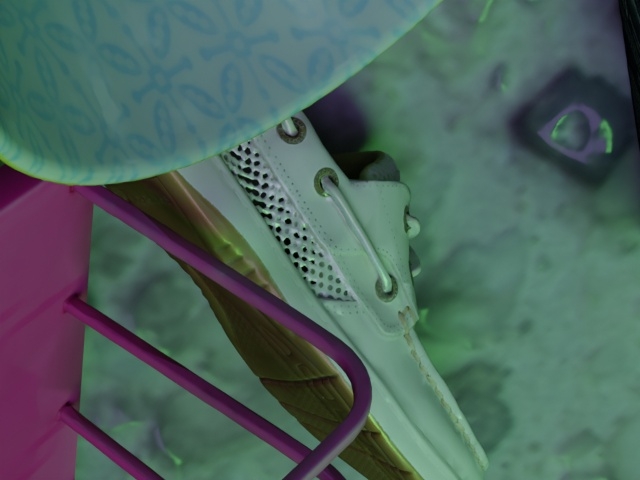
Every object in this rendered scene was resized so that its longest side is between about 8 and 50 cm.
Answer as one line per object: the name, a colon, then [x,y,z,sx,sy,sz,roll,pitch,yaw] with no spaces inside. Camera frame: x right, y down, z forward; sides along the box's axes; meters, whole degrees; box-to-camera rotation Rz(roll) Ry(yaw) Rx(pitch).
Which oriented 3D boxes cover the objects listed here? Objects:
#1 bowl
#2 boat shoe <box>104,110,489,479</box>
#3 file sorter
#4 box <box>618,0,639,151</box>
bowl: [-0.040,-0.174,0.627,0.156,0.289,0.289,49,117,21]
boat shoe: [0.000,0.000,0.790,0.096,0.098,0.277,-45,115,-19]
file sorter: [-0.109,0.152,0.751,0.182,0.202,0.291,32,137,22]
box: [0.205,-0.049,0.766,0.156,0.093,0.158,-11,121,5]
